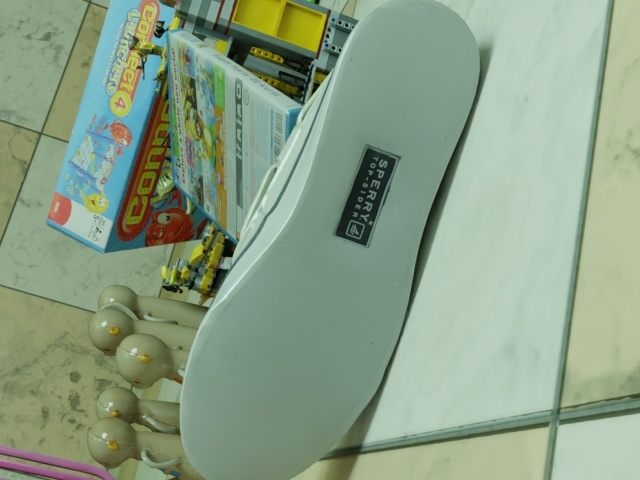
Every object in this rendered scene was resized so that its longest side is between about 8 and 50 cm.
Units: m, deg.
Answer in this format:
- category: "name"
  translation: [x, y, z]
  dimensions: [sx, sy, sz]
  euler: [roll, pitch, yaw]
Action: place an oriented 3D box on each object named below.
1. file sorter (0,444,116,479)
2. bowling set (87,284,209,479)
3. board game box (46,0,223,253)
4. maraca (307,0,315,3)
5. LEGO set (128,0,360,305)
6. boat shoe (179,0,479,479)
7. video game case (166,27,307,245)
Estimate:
- category: "file sorter"
  translation: [-0.248, 0.298, 0.744]
  dimensions: [0.291, 0.202, 0.182]
  euler: [92, -170, -59]
- category: "bowling set"
  translation: [-0.146, 0.156, 0.774]
  dimensions: [0.287, 0.154, 0.200]
  euler: [-172, 100, -79]
- category: "board game box"
  translation: [-0.152, -0.150, 1.057]
  dimensions: [0.302, 0.086, 0.308]
  euler: [-12, -55, -65]
- category: "maraca"
  translation: [-0.053, -0.343, 1.241]
  dimensions: [0.185, 0.099, 0.127]
  euler: [-18, 60, 45]
- category: "LEGO set"
  translation: [-0.093, -0.080, 0.782]
  dimensions: [0.331, 0.192, 0.255]
  euler: [154, 133, -74]
- category: "boat shoe"
  translation: [0.000, 0.000, 0.482]
  dimensions: [0.088, 0.096, 0.268]
  euler: [-152, 81, -82]
- category: "video game case"
  translation: [-0.059, -0.058, 0.586]
  dimensions: [0.166, 0.015, 0.119]
  euler: [40, 136, 46]
